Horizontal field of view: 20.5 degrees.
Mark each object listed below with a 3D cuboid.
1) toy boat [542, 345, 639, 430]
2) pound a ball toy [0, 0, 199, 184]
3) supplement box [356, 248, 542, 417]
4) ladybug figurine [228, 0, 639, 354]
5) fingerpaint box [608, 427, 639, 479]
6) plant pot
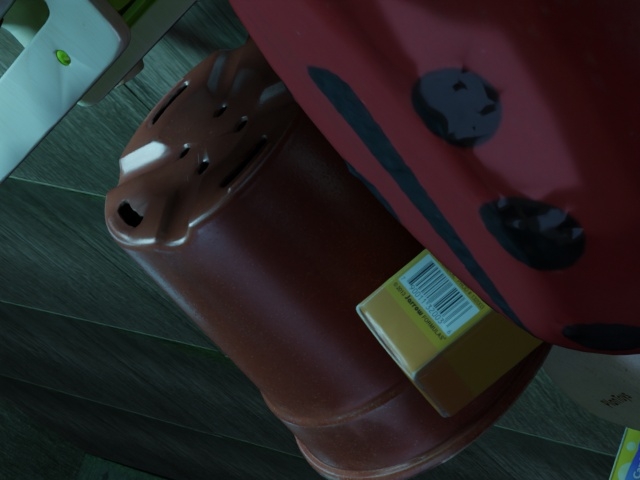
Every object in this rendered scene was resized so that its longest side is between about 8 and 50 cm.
[{"bbox_3d":[0.321,0.098,1.402,0.318,0.148,0.267,30,167,-5],"label":"toy boat"},{"bbox_3d":[-0.171,-0.170,1.200,0.136,0.208,0.319,48,146,-6],"label":"pound a ball toy"},{"bbox_3d":[0.142,0.009,1.175,0.080,0.233,0.078,52,-179,35],"label":"supplement box"},{"bbox_3d":[0.088,-0.095,0.872,0.449,0.162,0.305,49,167,-23],"label":"ladybug figurine"},{"bbox_3d":[0.355,0.366,1.624,0.163,0.444,0.371,12,159,29],"label":"fingerpaint box"},{"bbox_3d":[0.000,0.000,1.313,0.265,0.272,0.272,42,155,-30],"label":"plant pot"}]
